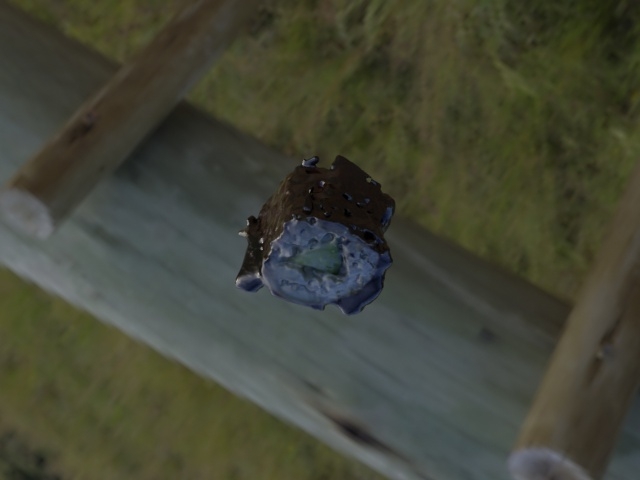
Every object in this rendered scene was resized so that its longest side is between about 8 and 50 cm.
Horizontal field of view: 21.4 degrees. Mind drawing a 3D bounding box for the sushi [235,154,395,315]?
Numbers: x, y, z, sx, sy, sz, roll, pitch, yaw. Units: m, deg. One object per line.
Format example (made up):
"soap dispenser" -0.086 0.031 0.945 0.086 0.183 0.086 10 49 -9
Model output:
"sushi" 0.001 -0.001 1.213 0.094 0.084 0.098 28 128 -19
